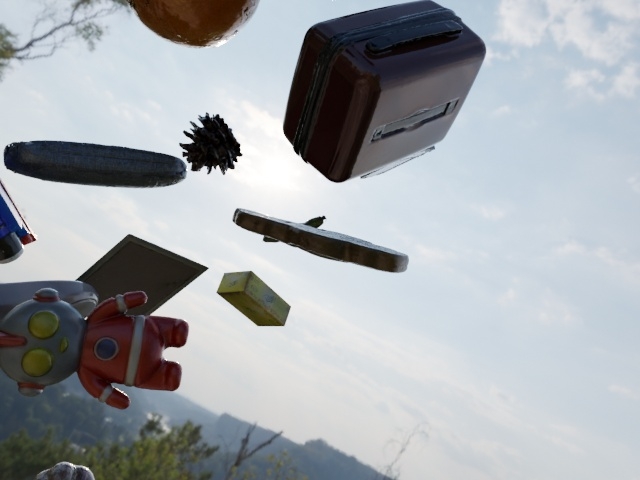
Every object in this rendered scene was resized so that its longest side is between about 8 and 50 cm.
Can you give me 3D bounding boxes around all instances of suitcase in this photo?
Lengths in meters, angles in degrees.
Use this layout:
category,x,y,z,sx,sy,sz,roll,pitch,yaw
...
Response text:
category,x,y,z,sx,sy,sz,roll,pitch,yaw
suitcase,0.099,-0.237,0.921,0.161,0.297,0.236,48,-37,24

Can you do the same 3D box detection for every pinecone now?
category,x,y,z,sx,sy,sz,roll,pitch,yaw
pinecone,-0.235,-0.199,1.251,0.140,0.120,0.140,56,-13,20

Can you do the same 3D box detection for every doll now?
category,x,y,z,sx,sy,sz,roll,pitch,yaw
doll,-0.392,0.171,0.967,0.336,0.200,0.105,11,-8,-18

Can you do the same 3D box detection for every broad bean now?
category,x,y,z,sx,sy,sz,roll,pitch,yaw
broad bean,-0.094,-0.037,2.125,0.254,0.047,0.065,-19,-16,9

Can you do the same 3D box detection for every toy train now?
category,x,y,z,sx,sy,sz,roll,pitch,yaw
toy train,-0.512,-0.056,0.882,0.131,0.082,0.204,43,-26,53

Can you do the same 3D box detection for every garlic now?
category,x,y,z,sx,sy,sz,roll,pitch,yaw
garlic,-0.591,0.581,1.362,0.159,0.147,0.102,51,11,-26

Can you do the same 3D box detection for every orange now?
category,x,y,z,sx,sy,sz,roll,pitch,yaw
orange,-0.211,-0.450,0.986,0.246,0.246,0.246,24,-21,10

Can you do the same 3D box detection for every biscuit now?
category,x,y,z,sx,sy,sz,roll,pitch,yaw
biscuit,-0.004,0.001,1.026,0.319,0.047,0.183,16,2,2

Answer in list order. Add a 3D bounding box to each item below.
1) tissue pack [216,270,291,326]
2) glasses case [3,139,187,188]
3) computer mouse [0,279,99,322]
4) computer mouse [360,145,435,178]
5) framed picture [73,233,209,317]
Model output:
category,x,y,z,sx,sy,sz,roll,pitch,yaw
tissue pack,-0.163,0.148,1.455,0.095,0.062,0.176,-5,-37,35
glasses case,-0.360,-0.122,0.962,0.282,0.067,0.109,4,-8,-30
computer mouse,-0.602,0.154,1.178,0.296,0.121,0.184,3,-24,-26
computer mouse,0.187,-0.218,1.514,0.245,0.125,0.056,-23,-96,57
framed picture,-0.439,0.100,1.354,0.296,0.019,0.232,-36,-39,21
